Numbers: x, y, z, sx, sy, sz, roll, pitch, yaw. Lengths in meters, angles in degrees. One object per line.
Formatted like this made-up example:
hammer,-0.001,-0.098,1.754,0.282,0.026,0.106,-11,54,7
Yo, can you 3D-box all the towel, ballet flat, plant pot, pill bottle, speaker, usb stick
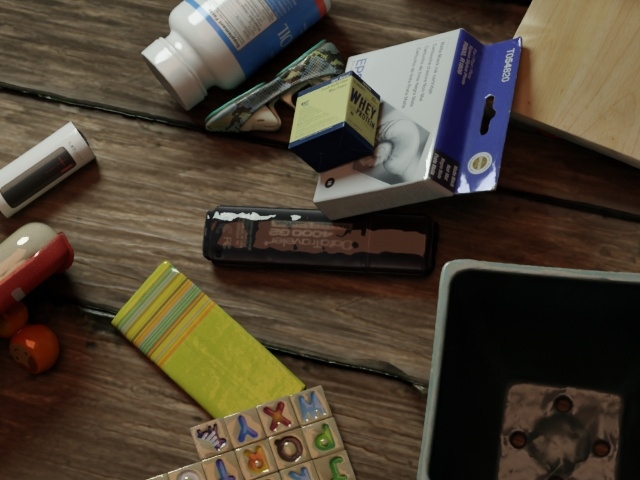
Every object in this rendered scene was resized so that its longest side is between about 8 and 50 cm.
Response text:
towel,-0.132,0.133,1.841,0.237,0.021,0.102,40,86,19
ballet flat,-0.050,-0.171,1.918,0.188,0.070,0.070,-34,68,0
plant pot,0.244,0.185,1.630,0.247,0.252,0.248,5,70,11
pill bottle,-0.106,-0.262,1.927,0.221,0.124,0.124,-40,69,-5
speaker,-0.344,-0.087,1.938,0.136,0.055,0.055,-35,68,-5
usb stick,0.000,0.000,1.853,0.278,0.045,0.077,3,76,10

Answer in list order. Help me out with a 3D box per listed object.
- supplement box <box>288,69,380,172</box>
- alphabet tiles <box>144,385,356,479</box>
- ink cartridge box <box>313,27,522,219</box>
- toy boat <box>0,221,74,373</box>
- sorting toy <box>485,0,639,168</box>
supplement box,0.017,-0.136,1.809,0.083,0.056,0.083,-19,47,35
alphabet tiles,-0.076,0.286,1.744,0.237,0.009,0.198,-17,71,-11
ink cartridge box,0.111,-0.139,1.814,0.224,0.045,0.223,-10,52,33
toy boat,-0.366,0.094,1.846,0.231,0.151,0.151,-40,98,-6
sorting toy,0.362,-0.209,1.845,0.255,0.089,0.257,24,76,17
